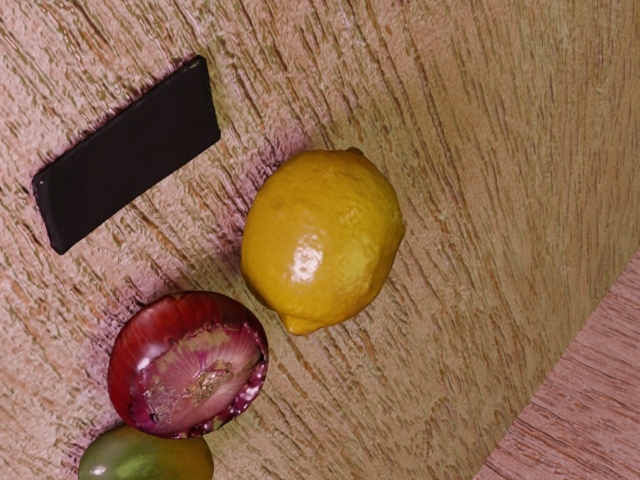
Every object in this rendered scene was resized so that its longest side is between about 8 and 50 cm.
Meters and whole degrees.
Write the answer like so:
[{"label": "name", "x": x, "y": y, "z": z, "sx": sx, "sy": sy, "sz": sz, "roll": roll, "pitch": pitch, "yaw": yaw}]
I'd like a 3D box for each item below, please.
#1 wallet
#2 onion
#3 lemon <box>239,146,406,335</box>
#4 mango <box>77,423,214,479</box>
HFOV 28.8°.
[{"label": "wallet", "x": -0.233, "y": -0.104, "z": 1.529, "sx": 0.285, "sy": 0.030, "sz": 0.146, "roll": -41, "pitch": 150, "yaw": -29}, {"label": "onion", "x": -0.189, "y": 0.170, "z": 1.729, "sx": 0.248, "sy": 0.161, "sz": 0.248, "roll": -27, "pitch": 129, "yaw": -39}, {"label": "lemon", "x": 0.000, "y": 0.000, "z": 1.808, "sx": 0.233, "sy": 0.234, "sz": 0.288, "roll": 12, "pitch": 95, "yaw": -61}, {"label": "mango", "x": -0.257, "y": 0.331, "z": 1.832, "sx": 0.156, "sy": 0.114, "sz": 0.251, "roll": -51, "pitch": 141, "yaw": 5}]
